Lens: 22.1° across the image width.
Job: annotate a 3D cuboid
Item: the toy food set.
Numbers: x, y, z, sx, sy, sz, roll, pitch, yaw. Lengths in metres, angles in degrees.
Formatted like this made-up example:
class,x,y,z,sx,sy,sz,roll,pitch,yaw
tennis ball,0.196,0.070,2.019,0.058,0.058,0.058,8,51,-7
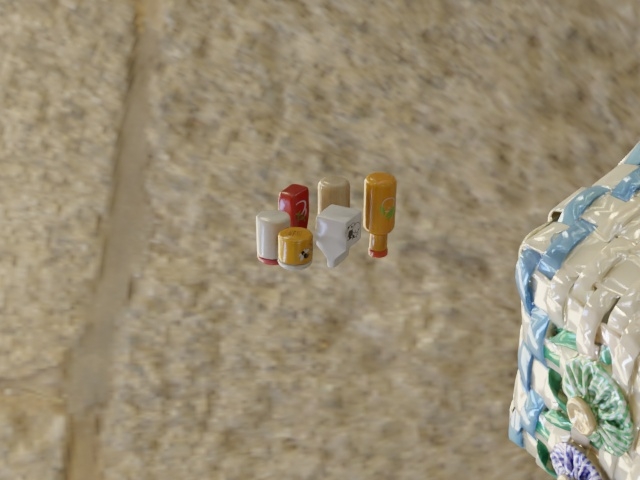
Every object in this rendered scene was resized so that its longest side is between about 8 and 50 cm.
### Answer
class,x,y,z,sx,sy,sz,roll,pitch,yaw
toy food set,0.000,0.000,1.931,0.111,0.232,0.104,12,118,24

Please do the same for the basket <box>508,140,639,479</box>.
class,x,y,z,sx,sy,sz,roll,pitch,yaw
basket,0.248,0.099,0.907,0.289,0.254,0.201,28,54,28
